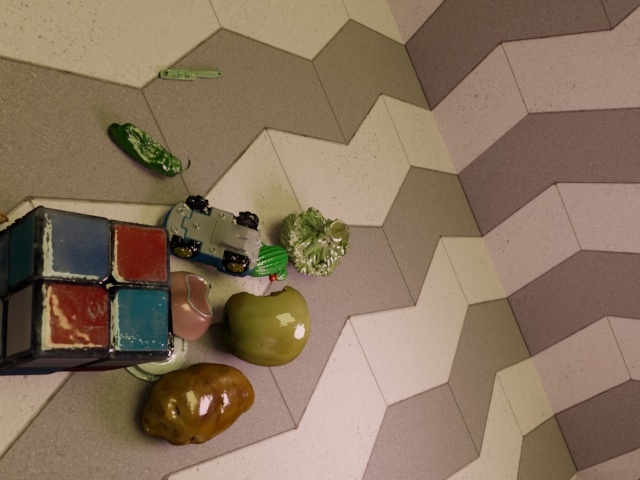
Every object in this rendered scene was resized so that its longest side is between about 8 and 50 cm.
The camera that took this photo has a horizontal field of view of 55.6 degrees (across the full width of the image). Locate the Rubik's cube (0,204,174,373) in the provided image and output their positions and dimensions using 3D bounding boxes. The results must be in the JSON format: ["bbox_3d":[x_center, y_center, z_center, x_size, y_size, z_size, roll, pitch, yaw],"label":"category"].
[{"bbox_3d":[-0.547,0.130,1.367,0.313,0.316,0.318,11,69,-45],"label":"Rubik's cube"}]

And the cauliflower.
[{"bbox_3d":[0.000,0.000,2.175,0.275,0.250,0.272,-35,101,-47],"label":"cauliflower"}]

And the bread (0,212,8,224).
[{"bbox_3d":[-0.796,-0.043,1.352,0.154,0.054,0.136,39,46,-28],"label":"bread"}]

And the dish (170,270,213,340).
[{"bbox_3d":[-0.369,0.169,1.717,0.213,0.090,0.213,47,25,-29],"label":"dish"}]

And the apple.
[{"bbox_3d":[-0.167,0.260,1.845,0.279,0.279,0.279,25,57,-44],"label":"apple"}]

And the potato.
[{"bbox_3d":[-0.318,0.442,1.667,0.369,0.176,0.195,1,47,-55],"label":"potato"}]

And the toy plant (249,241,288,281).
[{"bbox_3d":[-0.207,0.064,2.025,0.240,0.088,0.155,12,53,-37],"label":"toy plant"}]

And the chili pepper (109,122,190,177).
[{"bbox_3d":[-0.505,-0.262,1.796,0.257,0.074,0.100,39,48,-34],"label":"chili pepper"}]

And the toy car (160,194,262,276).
[{"bbox_3d":[-0.332,-0.001,1.840,0.314,0.166,0.198,17,55,-14],"label":"toy car"}]

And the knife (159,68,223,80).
[{"bbox_3d":[-0.433,-0.563,2.062,0.293,0.020,0.043,-19,92,-53],"label":"knife"}]

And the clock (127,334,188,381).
[{"bbox_3d":[-0.447,0.265,1.661,0.236,0.053,0.236,24,58,-45],"label":"clock"}]
